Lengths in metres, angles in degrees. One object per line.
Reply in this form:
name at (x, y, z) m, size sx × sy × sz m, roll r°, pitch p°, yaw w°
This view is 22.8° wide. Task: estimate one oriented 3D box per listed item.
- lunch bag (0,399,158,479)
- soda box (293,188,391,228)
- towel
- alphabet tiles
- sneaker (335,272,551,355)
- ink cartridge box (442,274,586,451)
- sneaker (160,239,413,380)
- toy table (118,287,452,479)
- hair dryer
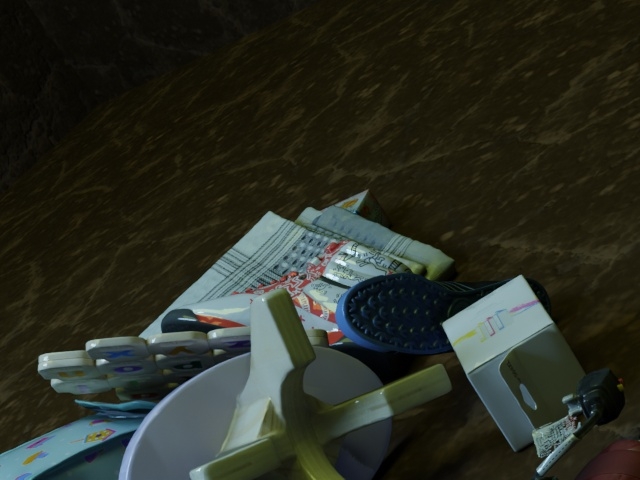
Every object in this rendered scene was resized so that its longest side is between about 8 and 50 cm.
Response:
lunch bag at (-0.216, 0.249, 1.665) m, size 0.262 × 0.160 × 0.223 m, roll -27°, pitch 8°, yaw -28°
soda box at (0.000, 0.000, 2.084) m, size 0.183 × 0.058 × 0.063 m, roll -24°, pitch 20°, yaw 33°
towel at (-0.044, 0.077, 1.859) m, size 0.324 × 0.056 × 0.312 m, roll -40°, pitch 31°, yaw -21°
alphabet tiles at (-0.132, 0.122, 1.589) m, size 0.284 × 0.021 × 0.278 m, roll -5°, pitch -17°, yaw 0°
sneaker at (0.106, 0.076, 1.526) m, size 0.232 × 0.081 × 0.090 m, roll 2°, pitch -15°, yaw -29°
ink cartridge box at (0.179, 0.111, 1.411) m, size 0.090 × 0.092 × 0.143 m, roll -32°, pitch 19°, yaw 5°
sneaker at (-0.028, 0.071, 1.729) m, size 0.270 × 0.090 × 0.145 m, roll 4°, pitch 48°, yaw 19°
toy table at (-0.026, 0.178, 1.400) m, size 0.274 × 0.252 × 0.161 m, roll -34°, pitch 2°, yaw -29°
hair dryer at (0.175, 0.229, 1.184) m, size 0.223 × 0.080 × 0.293 m, roll -47°, pitch 9°, yaw 13°
